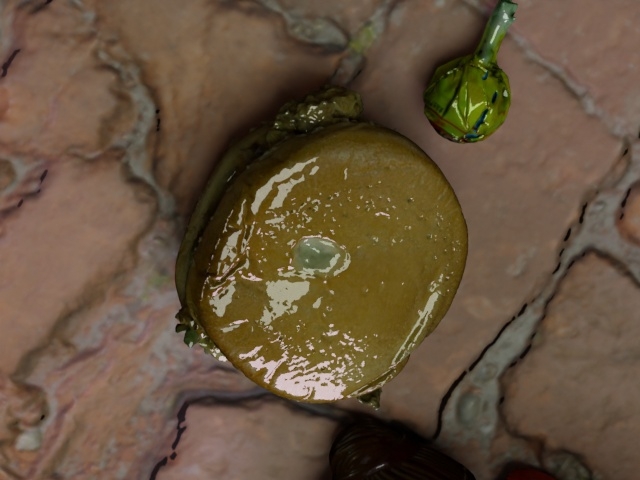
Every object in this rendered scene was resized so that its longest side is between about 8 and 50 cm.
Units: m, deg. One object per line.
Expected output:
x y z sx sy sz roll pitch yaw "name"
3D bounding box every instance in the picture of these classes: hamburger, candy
0.000 0.000 1.279 0.189 0.122 0.215 13 109 -24 "hamburger"
0.121 -0.157 1.272 0.062 0.058 0.194 0 114 -57 "candy"

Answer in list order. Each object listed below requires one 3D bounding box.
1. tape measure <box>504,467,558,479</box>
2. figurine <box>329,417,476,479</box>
0.228 0.287 1.389 0.260 0.253 0.114 26 103 -16 "tape measure"
0.018 0.296 1.409 0.315 0.168 0.187 -57 156 8 "figurine"
